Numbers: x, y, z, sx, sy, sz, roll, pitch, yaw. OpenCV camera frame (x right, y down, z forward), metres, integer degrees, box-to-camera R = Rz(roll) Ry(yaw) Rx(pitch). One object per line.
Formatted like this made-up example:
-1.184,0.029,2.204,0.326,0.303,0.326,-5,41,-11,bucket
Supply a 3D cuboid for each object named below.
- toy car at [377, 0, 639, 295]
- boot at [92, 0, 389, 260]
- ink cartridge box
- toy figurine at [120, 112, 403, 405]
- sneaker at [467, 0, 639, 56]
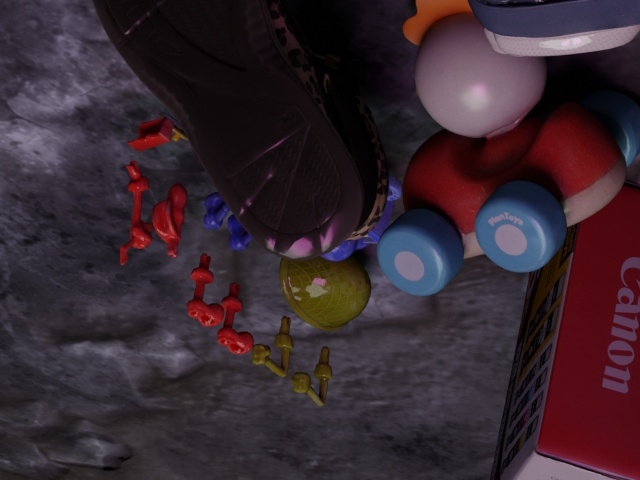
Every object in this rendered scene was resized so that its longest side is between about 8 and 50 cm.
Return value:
0.133,-0.114,1.699,0.210,0.219,0.238,-15,109,41,toy car
-0.061,-0.152,1.672,0.138,0.377,0.284,-33,173,8,boot
0.266,0.107,1.837,0.130,0.309,0.272,16,148,-3,ink cartridge box
0.000,0.000,1.910,0.217,0.191,0.362,-16,139,33,toy figurine
0.111,-0.230,1.513,0.322,0.130,0.236,8,139,1,sneaker
